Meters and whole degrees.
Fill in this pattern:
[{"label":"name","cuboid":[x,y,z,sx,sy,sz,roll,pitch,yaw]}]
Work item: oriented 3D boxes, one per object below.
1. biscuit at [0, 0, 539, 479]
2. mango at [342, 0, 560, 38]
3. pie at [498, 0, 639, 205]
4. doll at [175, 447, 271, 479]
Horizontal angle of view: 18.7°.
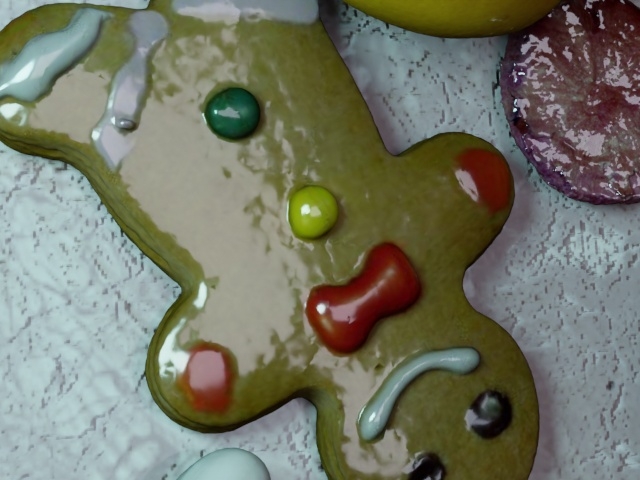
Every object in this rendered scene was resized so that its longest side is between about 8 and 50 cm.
[{"label":"biscuit","cuboid":[0.000,0.000,1.220,0.283,0.064,0.432,-34,94,-18]},{"label":"mango","cuboid":[0.064,-0.204,1.200,0.254,0.139,0.175,-5,48,-39]},{"label":"pie","cuboid":[0.189,-0.096,1.305,0.154,0.036,0.154,2,83,-17]},{"label":"doll","cuboid":[-0.210,0.273,1.077,0.365,0.187,0.376,19,55,-23]}]
